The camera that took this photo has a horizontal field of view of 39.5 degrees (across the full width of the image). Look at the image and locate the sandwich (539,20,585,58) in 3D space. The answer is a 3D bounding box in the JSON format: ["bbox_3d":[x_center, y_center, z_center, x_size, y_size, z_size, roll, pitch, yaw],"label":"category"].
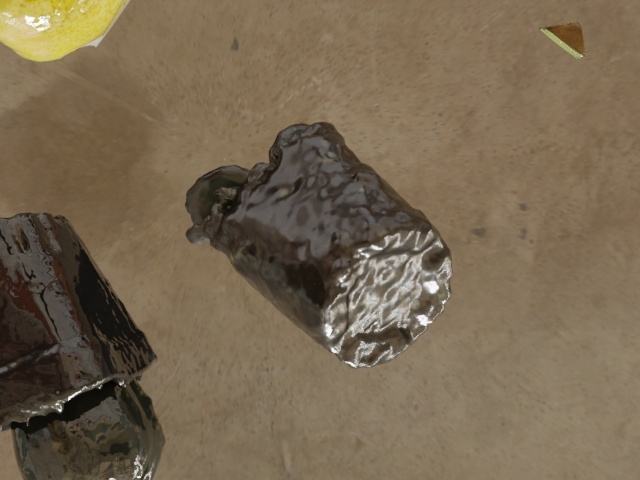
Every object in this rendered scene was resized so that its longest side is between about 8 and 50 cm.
[{"bbox_3d":[0.392,-0.327,1.410,0.083,0.031,0.044,31,92,-15],"label":"sandwich"}]

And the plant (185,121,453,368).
[{"bbox_3d":[0.000,0.000,0.957,0.199,0.276,0.188,-46,138,-5],"label":"plant"}]

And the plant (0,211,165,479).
[{"bbox_3d":[-0.226,0.105,0.749,0.141,0.164,0.256,-25,83,5],"label":"plant"}]

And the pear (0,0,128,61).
[{"bbox_3d":[-0.355,-0.366,1.130,0.271,0.271,0.271,-1,95,-6],"label":"pear"}]
